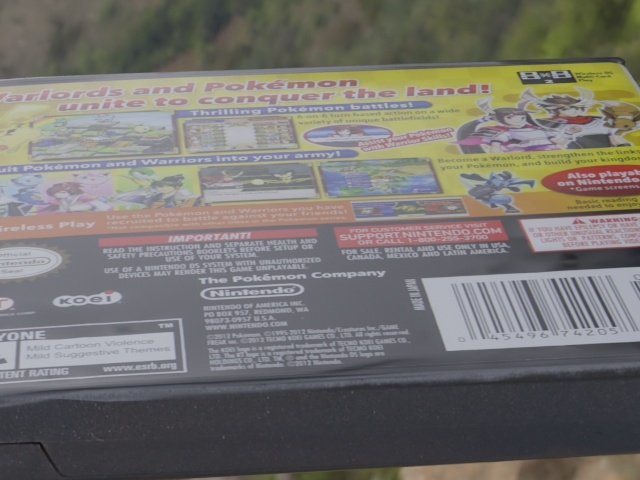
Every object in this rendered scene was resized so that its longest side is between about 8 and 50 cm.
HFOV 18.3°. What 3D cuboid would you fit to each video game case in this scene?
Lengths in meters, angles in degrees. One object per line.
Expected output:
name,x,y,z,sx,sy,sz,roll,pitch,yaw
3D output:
video game case,0.000,0.000,0.677,0.248,0.275,0.035,-104,13,-63
